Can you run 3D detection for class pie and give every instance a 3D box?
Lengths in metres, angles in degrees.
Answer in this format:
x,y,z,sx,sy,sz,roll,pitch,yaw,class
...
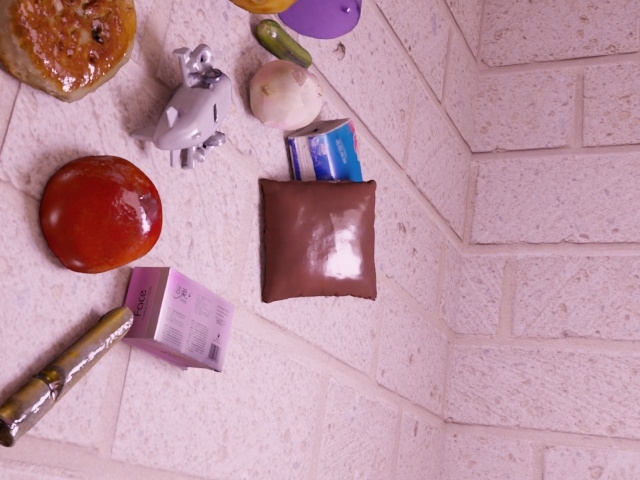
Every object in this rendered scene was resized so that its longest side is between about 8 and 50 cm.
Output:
x,y,z,sx,sy,sz,roll,pitch,yaw,class
-0.416,-0.384,1.387,0.315,0.092,0.315,3,86,-62,pie

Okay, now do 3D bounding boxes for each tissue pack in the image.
x,y,z,sx,sy,sz,roll,pitch,yaw,class
-0.275,0.155,1.640,0.246,0.092,0.149,42,54,-56,tissue pack
0.027,-0.169,2.203,0.209,0.137,0.270,-35,121,-57,tissue pack

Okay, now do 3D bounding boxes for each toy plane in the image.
x,y,z,sx,sy,sz,roll,pitch,yaw,class
-0.257,-0.256,1.660,0.267,0.122,0.267,15,90,-75,toy plane

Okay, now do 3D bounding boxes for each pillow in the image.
x,y,z,sx,sy,sz,roll,pitch,yaw,class
0.000,0.000,2.055,0.307,0.108,0.305,0,89,-21,pillow

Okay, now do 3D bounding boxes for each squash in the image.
x,y,z,sx,sy,sz,roll,pitch,yaw,class
-0.089,-0.477,2.064,0.229,0.066,0.066,24,67,-61,squash

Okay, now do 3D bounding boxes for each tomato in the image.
x,y,z,sx,sy,sz,roll,pitch,yaw,class
-0.352,-0.052,1.443,0.233,0.139,0.200,-35,114,-58,tomato

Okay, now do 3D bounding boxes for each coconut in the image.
x,y,z,sx,sy,sz,roll,pitch,yaw,class
-0.083,-0.339,1.959,0.183,0.171,0.171,-6,94,-71,coconut

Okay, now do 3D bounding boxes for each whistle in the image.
x,y,z,sx,sy,sz,roll,pitch,yaw,class
-0.421,0.215,1.390,0.068,0.057,0.326,-54,178,37,whistle

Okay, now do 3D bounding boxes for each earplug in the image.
x,y,z,sx,sy,sz,roll,pitch,yaw,class
0.026,-0.755,2.165,0.215,0.215,0.456,52,41,-50,earplug

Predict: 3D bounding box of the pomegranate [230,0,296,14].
x,y,z,sx,sy,sz,roll,pitch,yaw,class
-0.133,-0.614,1.795,0.260,0.260,0.260,4,86,-63,pomegranate
